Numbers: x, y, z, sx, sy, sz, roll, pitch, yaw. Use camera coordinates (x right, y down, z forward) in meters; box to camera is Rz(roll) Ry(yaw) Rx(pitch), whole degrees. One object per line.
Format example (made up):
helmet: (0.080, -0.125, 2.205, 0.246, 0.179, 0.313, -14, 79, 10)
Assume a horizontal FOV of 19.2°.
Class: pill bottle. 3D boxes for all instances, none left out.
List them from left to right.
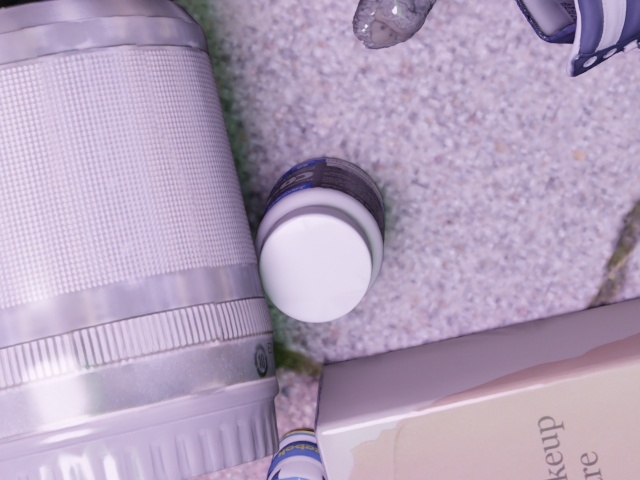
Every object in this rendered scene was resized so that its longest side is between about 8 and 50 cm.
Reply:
pill bottle: (0.000, 0.000, 1.142, 0.078, 0.137, 0.078, 1, 104, 2)

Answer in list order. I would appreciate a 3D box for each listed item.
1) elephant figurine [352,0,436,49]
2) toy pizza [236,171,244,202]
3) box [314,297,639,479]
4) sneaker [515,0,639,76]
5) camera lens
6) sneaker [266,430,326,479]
elephant figurine: (0.105, -0.249, 1.077, 0.169, 0.186, 0.239, 59, 135, 21)
toy pizza: (-0.148, -0.012, 1.200, 0.201, 0.032, 0.201, 1, 104, 2)
box: (0.162, 0.127, 1.175, 0.311, 0.121, 0.148, -14, 104, 6)
sneaker: (0.193, -0.122, 1.060, 0.153, 0.099, 0.282, -33, 140, -3)
camera lens: (-0.148, 0.007, 1.054, 0.219, 0.219, 0.274, -14, 86, 6)
sneaker: (-0.023, 0.199, 1.233, 0.053, 0.059, 0.144, 7, 105, -1)
